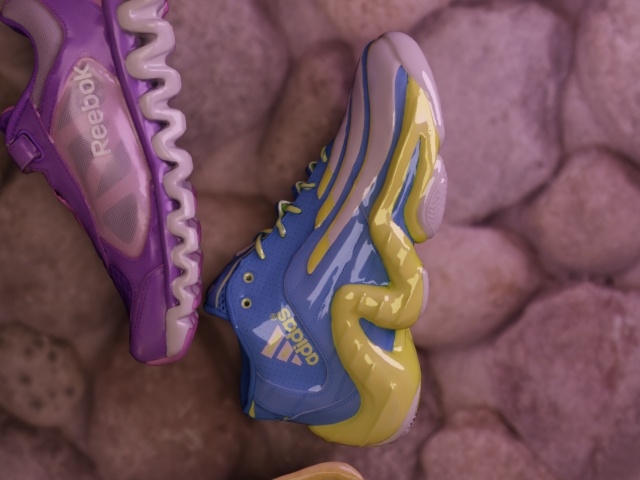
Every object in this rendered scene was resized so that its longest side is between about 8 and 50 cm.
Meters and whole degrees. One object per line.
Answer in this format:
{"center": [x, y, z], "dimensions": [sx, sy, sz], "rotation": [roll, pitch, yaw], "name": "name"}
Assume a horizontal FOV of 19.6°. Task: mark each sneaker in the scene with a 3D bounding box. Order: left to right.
{"center": [-0.122, -0.045, 1.022], "dimensions": [0.104, 0.095, 0.236], "rotation": [-9, 91, -5], "name": "sneaker"}
{"center": [0.000, 0.000, 1.047], "dimensions": [0.126, 0.091, 0.240], "rotation": [2, 94, -12], "name": "sneaker"}

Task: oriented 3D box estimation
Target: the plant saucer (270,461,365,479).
{"center": [-0.097, 0.322, 1.051], "dimensions": [0.332, 0.081, 0.333], "rotation": [-17, 96, -11], "name": "plant saucer"}
